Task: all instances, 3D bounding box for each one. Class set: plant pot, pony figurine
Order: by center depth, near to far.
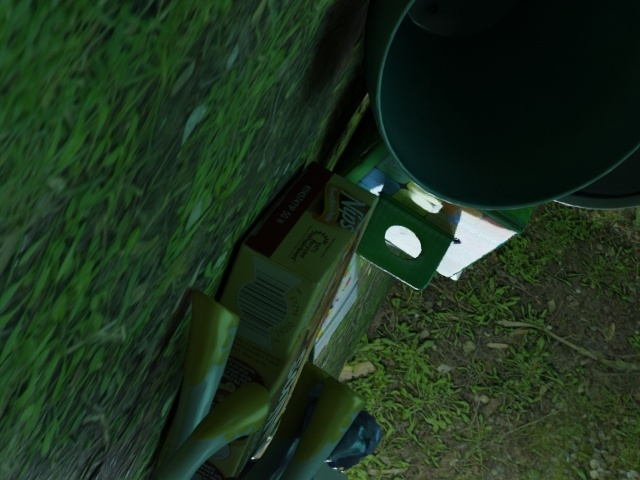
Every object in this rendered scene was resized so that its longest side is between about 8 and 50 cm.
[{"bbox_3d":[-0.097,0.267,1.222,0.363,0.302,0.351,-57,141,-5],"label":"pony figurine"},{"bbox_3d":[0.161,-0.202,1.241,0.290,0.290,0.195,-66,-151,30],"label":"plant pot"}]

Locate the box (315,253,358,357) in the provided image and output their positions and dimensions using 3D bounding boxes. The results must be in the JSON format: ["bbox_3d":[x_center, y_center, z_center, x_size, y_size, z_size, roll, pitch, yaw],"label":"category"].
[{"bbox_3d":[0.000,0.082,1.861,0.145,0.038,0.186,-55,163,-24],"label":"box"}]

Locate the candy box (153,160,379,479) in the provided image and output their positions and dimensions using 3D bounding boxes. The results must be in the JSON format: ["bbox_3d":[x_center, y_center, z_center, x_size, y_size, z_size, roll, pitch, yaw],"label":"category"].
[{"bbox_3d":[-0.056,0.097,1.397,0.183,0.087,0.316,-52,169,-55],"label":"candy box"}]

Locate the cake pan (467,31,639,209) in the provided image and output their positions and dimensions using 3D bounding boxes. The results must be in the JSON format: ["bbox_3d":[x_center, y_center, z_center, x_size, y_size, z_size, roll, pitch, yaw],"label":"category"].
[{"bbox_3d":[0.284,-0.173,1.347,0.293,0.293,0.054,-62,161,3],"label":"cake pan"}]

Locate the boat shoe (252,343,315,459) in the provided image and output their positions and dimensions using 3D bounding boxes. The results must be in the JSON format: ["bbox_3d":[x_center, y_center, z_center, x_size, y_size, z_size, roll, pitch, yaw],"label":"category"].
[{"bbox_3d":[-0.077,0.208,1.717,0.228,0.081,0.068,-59,177,1],"label":"boat shoe"}]

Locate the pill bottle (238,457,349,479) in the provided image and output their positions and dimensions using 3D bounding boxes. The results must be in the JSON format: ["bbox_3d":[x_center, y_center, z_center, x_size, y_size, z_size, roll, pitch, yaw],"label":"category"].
[{"bbox_3d":[-0.083,0.325,1.548,0.272,0.152,0.152,-23,-150,55],"label":"pill bottle"}]

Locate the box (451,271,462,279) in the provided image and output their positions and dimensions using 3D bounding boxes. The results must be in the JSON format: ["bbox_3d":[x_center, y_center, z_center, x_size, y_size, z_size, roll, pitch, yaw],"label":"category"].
[{"bbox_3d":[0.176,-0.063,2.106,0.182,0.181,0.119,-52,168,-53],"label":"box"}]

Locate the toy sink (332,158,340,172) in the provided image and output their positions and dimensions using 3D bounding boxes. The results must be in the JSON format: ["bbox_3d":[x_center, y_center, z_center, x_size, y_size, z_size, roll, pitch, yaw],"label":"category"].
[{"bbox_3d":[0.119,-0.114,1.686,0.234,0.131,0.153,-59,172,-21],"label":"toy sink"}]

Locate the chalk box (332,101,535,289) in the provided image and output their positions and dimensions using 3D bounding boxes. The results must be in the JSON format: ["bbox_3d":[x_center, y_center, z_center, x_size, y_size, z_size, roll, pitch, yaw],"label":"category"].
[{"bbox_3d":[0.134,-0.089,1.473,0.289,0.180,0.179,-64,-169,-27],"label":"chalk box"}]

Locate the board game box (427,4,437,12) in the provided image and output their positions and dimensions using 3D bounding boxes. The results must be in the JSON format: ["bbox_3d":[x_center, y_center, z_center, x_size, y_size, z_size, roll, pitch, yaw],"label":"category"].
[{"bbox_3d":[0.155,-0.323,1.565,0.154,0.026,0.103,-66,172,32],"label":"board game box"}]
